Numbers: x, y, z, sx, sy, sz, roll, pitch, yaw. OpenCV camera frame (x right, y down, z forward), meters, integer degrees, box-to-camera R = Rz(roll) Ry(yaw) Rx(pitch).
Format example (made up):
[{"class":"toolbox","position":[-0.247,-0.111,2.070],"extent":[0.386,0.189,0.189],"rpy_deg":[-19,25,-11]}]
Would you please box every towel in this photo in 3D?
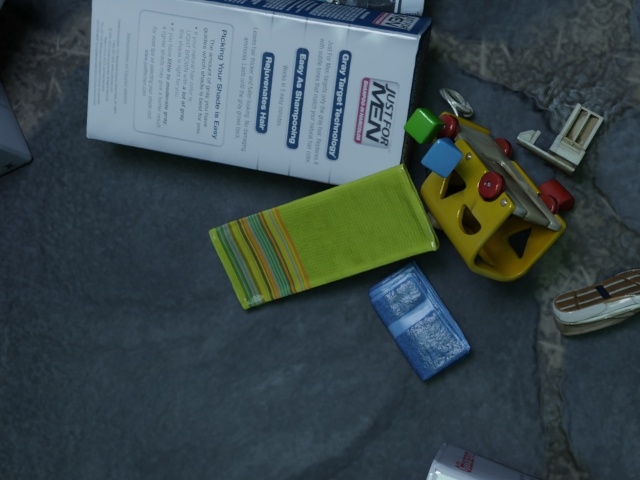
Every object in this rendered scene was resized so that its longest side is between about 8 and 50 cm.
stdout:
[{"class":"towel","position":[0.000,0.000,1.195],"extent":[0.237,0.021,0.102],"rpy_deg":[-18,110,24]},{"class":"towel","position":[0.106,0.088,1.219],"extent":[0.067,0.029,0.119],"rpy_deg":[-34,80,5]}]

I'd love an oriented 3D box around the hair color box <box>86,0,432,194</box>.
[{"class":"hair color box","position":[-0.067,-0.172,1.207],"extent":[0.347,0.105,0.174],"rpy_deg":[12,113,10]}]

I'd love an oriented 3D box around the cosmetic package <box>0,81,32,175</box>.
[{"class":"cosmetic package","position":[-0.447,-0.149,1.267],"extent":[0.151,0.151,0.184],"rpy_deg":[-25,81,5]}]

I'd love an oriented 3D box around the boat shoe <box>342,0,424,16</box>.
[{"class":"boat shoe","position":[0.064,-0.394,1.235],"extent":[0.105,0.113,0.306],"rpy_deg":[2,94,-5]}]

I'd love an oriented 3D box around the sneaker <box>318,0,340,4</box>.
[{"class":"sneaker","position":[-0.006,-0.279,1.260],"extent":[0.161,0.057,0.075],"rpy_deg":[40,97,13]}]

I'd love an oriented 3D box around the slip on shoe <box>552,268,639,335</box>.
[{"class":"slip on shoe","position":[0.312,0.067,1.185],"extent":[0.135,0.051,0.041],"rpy_deg":[-17,121,-1]}]

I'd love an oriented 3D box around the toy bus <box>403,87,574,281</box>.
[{"class":"toy bus","position":[0.157,-0.050,1.173],"extent":[0.191,0.202,0.104],"rpy_deg":[39,113,3]}]

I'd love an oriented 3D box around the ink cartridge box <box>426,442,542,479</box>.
[{"class":"ink cartridge box","position":[0.223,0.304,1.092],"extent":[0.273,0.198,0.115],"rpy_deg":[20,89,11]}]

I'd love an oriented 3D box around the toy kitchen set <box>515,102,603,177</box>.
[{"class":"toy kitchen set","position":[0.253,-0.118,1.189],"extent":[0.068,0.083,0.075],"rpy_deg":[31,88,8]}]

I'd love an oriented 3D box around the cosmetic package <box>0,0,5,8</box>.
[{"class":"cosmetic package","position":[-0.446,-0.203,1.139],"extent":[0.160,0.113,0.309],"rpy_deg":[27,87,10]}]
